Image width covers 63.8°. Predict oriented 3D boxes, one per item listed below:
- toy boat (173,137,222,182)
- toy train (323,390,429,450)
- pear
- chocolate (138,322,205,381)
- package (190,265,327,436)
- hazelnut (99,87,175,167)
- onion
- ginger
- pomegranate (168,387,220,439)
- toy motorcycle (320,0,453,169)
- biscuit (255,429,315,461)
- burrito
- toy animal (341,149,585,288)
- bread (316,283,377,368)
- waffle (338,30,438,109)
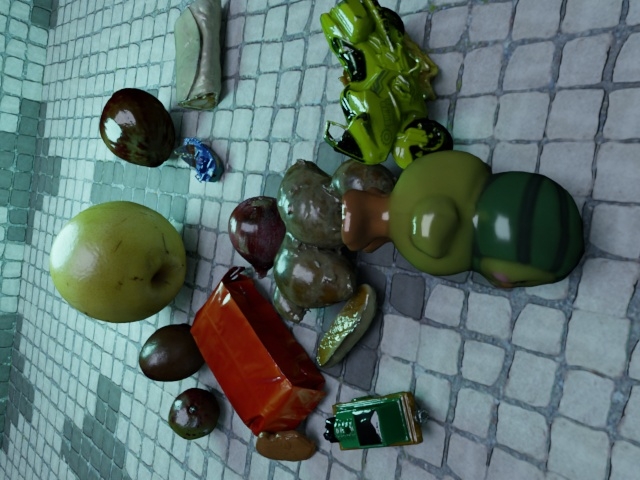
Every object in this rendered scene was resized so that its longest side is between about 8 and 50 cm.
[{"bbox_3d":[-0.348,-0.233,1.404,0.091,0.110,0.175,-56,52,24],"label":"toy boat"},{"bbox_3d":[0.089,0.333,0.936,0.227,0.136,0.091,-22,71,37],"label":"toy train"},{"bbox_3d":[-0.544,0.059,1.406,0.348,0.348,0.349,-4,84,42],"label":"pear"},{"bbox_3d":[-0.392,0.305,1.357,0.176,0.176,0.177,-4,84,42],"label":"chocolate"},{"bbox_3d":[-0.163,0.249,1.186,0.196,0.123,0.424,-54,56,23],"label":"package"},{"bbox_3d":[-0.539,-0.319,1.508,0.217,0.234,0.218,-3,68,7],"label":"hazelnut"},{"bbox_3d":[-0.131,-0.002,1.163,0.159,0.159,0.195,31,126,40],"label":"onion"},{"bbox_3d":[0.000,0.000,1.023,0.256,0.176,0.376,31,109,36],"label":"ginger"},{"bbox_3d":[-0.323,0.444,1.334,0.159,0.129,0.130,175,99,-86],"label":"pomegranate"},{"bbox_3d":[0.087,-0.263,0.897,0.142,0.205,0.343,122,134,-67],"label":"toy motorcycle"},{"bbox_3d":[-0.074,0.442,1.098,0.019,0.130,0.102,-84,-8,-53],"label":"biscuit"},{"bbox_3d":[-0.332,-0.515,1.418,0.143,0.105,0.300,-7,81,32],"label":"burrito"},{"bbox_3d":[0.216,-0.036,0.772,0.337,0.216,0.191,10,85,20],"label":"toy animal"},{"bbox_3d":[0.059,0.178,1.032,0.214,0.053,0.073,-58,34,25],"label":"bread"},{"bbox_3d":[0.143,-0.305,0.991,0.160,0.055,0.211,-49,56,28],"label":"waffle"}]
